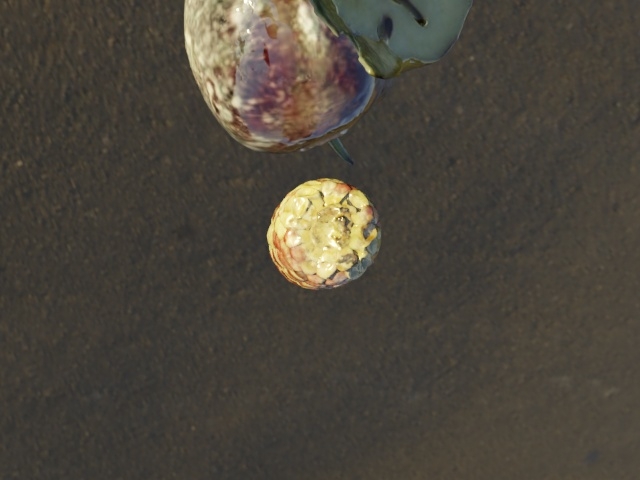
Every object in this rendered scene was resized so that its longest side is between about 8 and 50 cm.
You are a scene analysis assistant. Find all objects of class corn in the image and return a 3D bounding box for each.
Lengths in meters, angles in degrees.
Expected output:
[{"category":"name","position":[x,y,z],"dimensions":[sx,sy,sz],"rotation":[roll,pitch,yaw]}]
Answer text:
[{"category":"corn","position":[0.000,0.000,0.999],"dimensions":[0.098,0.098,0.290],"rotation":[-30,179,-4]}]

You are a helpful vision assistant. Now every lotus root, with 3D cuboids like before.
[{"category":"lotus root","position":[0.022,-0.231,0.789],"dimensions":[0.235,0.119,0.138],"rotation":[40,86,-25]}]

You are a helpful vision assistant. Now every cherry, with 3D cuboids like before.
[{"category":"cherry","position":[-0.033,-0.212,1.140],"dimensions":[0.218,0.255,0.296],"rotation":[-13,105,11]}]
